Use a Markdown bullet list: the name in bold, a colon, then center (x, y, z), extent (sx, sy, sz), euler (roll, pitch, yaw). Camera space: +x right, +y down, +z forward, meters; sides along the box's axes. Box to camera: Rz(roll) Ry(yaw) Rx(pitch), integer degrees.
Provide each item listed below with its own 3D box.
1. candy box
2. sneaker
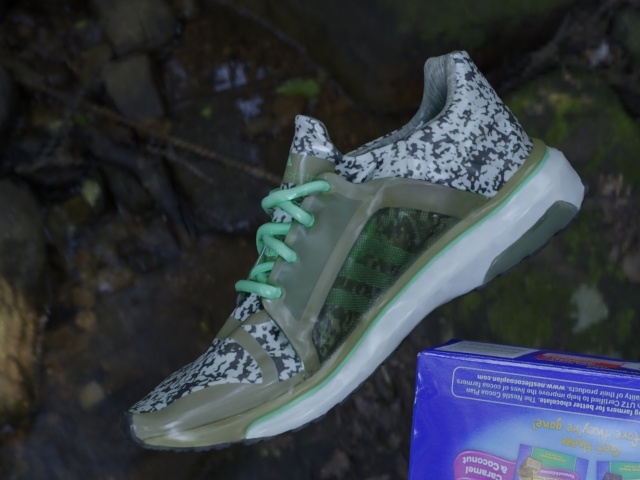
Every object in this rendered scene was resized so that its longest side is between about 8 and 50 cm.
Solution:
- **candy box**: center (0.195, 0.245, 1.091), extent (0.268, 0.122, 0.317), euler (6, 92, 22)
- **sneaker**: center (0.000, 0.000, 1.146), extent (0.410, 0.182, 0.158), euler (-36, 14, -20)
